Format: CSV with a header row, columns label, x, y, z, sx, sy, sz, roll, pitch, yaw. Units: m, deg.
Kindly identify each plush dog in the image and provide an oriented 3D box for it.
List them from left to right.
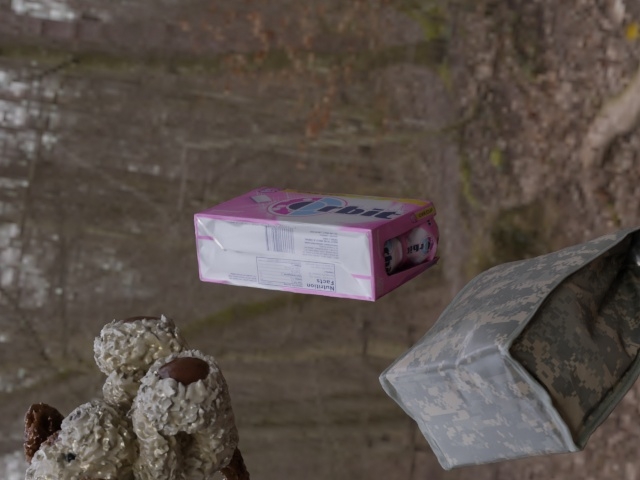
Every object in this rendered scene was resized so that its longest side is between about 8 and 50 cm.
label,x,y,z,sx,sy,sz,roll,pitch,yaw
plush dog,-0.207,0.223,1.422,0.262,0.225,0.211,31,144,64

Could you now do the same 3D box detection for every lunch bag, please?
label,x,y,z,sx,sy,sz,roll,pitch,yaw
lunch bag,0.247,0.107,1.491,0.287,0.169,0.235,-44,12,-34

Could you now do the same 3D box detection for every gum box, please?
label,x,y,z,sx,sy,sz,roll,pitch,yaw
gum box,0.000,0.000,1.143,0.107,0.188,0.062,-26,-64,-54
